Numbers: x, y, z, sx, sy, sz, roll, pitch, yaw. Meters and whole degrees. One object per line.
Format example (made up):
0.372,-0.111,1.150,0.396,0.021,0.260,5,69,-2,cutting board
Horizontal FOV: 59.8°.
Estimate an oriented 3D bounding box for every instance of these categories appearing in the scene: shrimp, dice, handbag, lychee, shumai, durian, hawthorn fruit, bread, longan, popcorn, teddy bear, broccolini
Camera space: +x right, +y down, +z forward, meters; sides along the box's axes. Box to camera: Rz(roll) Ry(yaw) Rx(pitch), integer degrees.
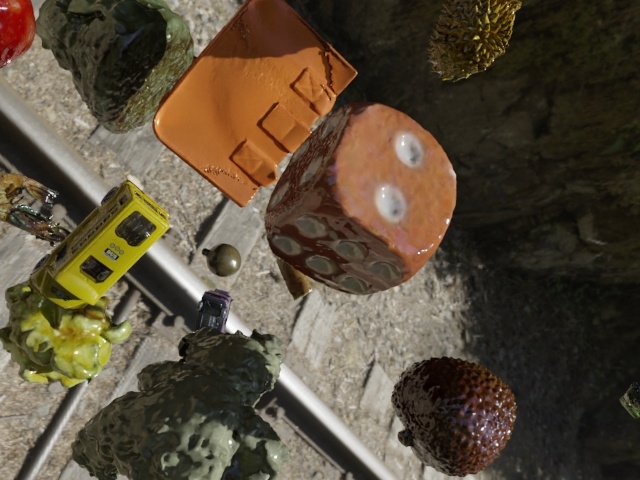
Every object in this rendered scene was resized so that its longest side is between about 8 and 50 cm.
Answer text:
-0.800,-0.098,1.536,0.289,0.178,0.075,31,31,-18,shrimp
0.046,-0.047,0.685,0.175,0.174,0.179,37,55,-17,dice
-0.149,-0.316,1.249,0.303,0.116,0.410,40,92,-18,handbag
0.203,0.271,0.871,0.194,0.194,0.194,16,69,-49,lychee
-0.557,-0.501,1.438,0.348,0.395,0.395,33,49,-1,shumai
0.293,-0.431,1.097,0.138,0.183,0.249,54,48,-50,durian
-0.566,-0.379,0.891,0.210,0.266,0.230,-15,121,-35,hawthorn fruit
-0.049,0.067,1.038,0.036,0.047,0.083,-22,86,-52,bread
-0.283,0.052,1.576,0.119,0.106,0.106,26,60,-20,longan
-0.685,0.245,1.467,0.274,0.279,0.335,-29,81,-41,popcorn
-0.196,0.306,0.976,0.367,0.357,0.224,-37,139,-46,teddy bear
0.720,0.378,1.218,0.123,0.062,0.271,59,9,30,broccolini

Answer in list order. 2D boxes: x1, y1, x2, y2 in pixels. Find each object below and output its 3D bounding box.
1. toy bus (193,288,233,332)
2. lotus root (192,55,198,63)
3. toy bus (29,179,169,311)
-0.312,0.229,1.607,0.098,0.087,0.178,-60,166,-70,toy bus
-0.459,-0.537,1.979,0.192,0.272,0.272,99,3,-63,lotus root
-0.503,0.028,1.264,0.331,0.151,0.145,-46,121,-1,toy bus
